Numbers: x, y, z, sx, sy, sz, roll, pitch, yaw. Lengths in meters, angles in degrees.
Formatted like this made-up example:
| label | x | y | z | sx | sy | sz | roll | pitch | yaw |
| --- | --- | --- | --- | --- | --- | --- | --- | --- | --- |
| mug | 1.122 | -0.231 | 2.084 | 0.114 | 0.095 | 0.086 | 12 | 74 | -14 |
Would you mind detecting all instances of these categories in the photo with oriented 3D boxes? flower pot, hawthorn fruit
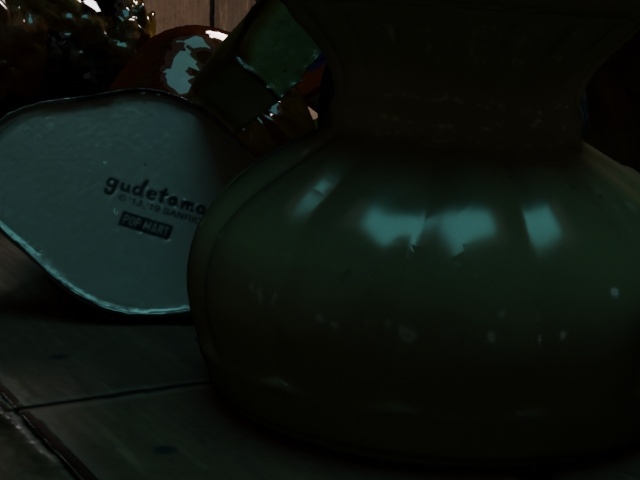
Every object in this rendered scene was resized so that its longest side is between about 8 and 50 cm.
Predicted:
| label | x | y | z | sx | sy | sz | roll | pitch | yaw |
| --- | --- | --- | --- | --- | --- | --- | --- | --- | --- |
| flower pot | 0.078 | -0.033 | 0.707 | 0.307 | 0.244 | 0.307 | 3 | 13 | -1 |
| hawthorn fruit | -0.117 | -0.083 | 1.120 | 0.196 | 0.197 | 0.225 | -8 | -15 | -39 |

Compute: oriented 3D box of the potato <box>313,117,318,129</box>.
| label | x | y | z | sx | sy | sz | roll | pitch | yaw |
| --- | --- | --- | --- | --- | --- | --- | --- | --- | --- |
| potato | 0.061 | -0.079 | 1.251 | 0.239 | 0.116 | 0.299 | 4 | 10 | 32 |

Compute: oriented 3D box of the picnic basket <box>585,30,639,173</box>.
| label | x | y | z | sx | sy | sz | roll | pitch | yaw |
| --- | --- | --- | --- | --- | --- | --- | --- | --- | --- |
| picnic basket | 0.314 | -0.149 | 1.111 | 0.337 | 0.293 | 0.337 | -16 | -4 | -1 |

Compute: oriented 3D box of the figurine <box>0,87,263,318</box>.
| label | x | y | z | sx | sy | sz | roll | pitch | yaw |
| --- | --- | --- | --- | --- | --- | --- | --- | --- | --- |
| figurine | -0.126 | 0.000 | 0.919 | 0.250 | 0.167 | 0.141 | 27 | -25 | 1 |

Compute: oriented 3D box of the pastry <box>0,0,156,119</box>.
| label | x | y | z | sx | sy | sz | roll | pitch | yaw |
| --- | --- | --- | --- | --- | --- | --- | --- | --- | --- |
| pastry | -0.364 | -0.196 | 1.305 | 0.405 | 0.292 | 0.337 | 10 | 22 | -6 |

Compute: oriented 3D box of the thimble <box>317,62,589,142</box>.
| label | x | y | z | sx | sy | sz | roll | pitch | yaw |
| --- | --- | --- | --- | --- | --- | --- | --- | --- | --- |
| thimble | 0.097 | -0.077 | 0.938 | 0.205 | 0.236 | 0.172 | 10 | 15 | 8 |

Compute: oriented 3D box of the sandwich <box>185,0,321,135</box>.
| label | x | y | z | sx | sy | sz | roll | pitch | yaw |
| --- | --- | --- | --- | --- | --- | --- | --- | --- | --- |
| sandwich | 0.004 | -0.185 | 0.901 | 0.245 | 0.063 | 0.212 | -47 | 9 | -14 |

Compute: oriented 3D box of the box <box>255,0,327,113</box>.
| label | x | y | z | sx | sy | sz | roll | pitch | yaw |
| --- | --- | --- | --- | --- | --- | --- | --- | --- | --- |
| box | 0.130 | -0.295 | 1.376 | 0.348 | 0.257 | 0.318 | -30 | -19 | 15 |
